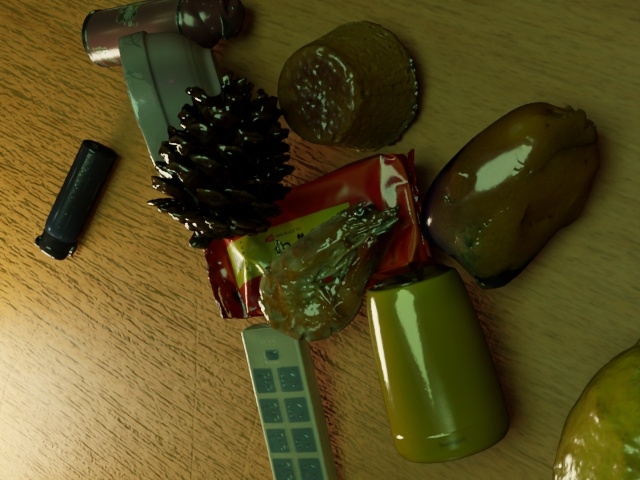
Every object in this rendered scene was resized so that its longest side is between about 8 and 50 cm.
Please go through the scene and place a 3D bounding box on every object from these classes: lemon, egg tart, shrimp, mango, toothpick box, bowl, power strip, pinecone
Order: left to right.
[{"bbox_3d":[-0.229,-0.231,1.728,0.143,0.287,0.287,-18,78,2],"label":"bowl"},{"bbox_3d":[-0.143,-0.115,1.547,0.224,0.224,0.273,19,92,31],"label":"pinecone"},{"bbox_3d":[-0.047,0.291,1.666,0.106,0.043,0.368,-9,97,27],"label":"power strip"},{"bbox_3d":[0.022,0.043,1.532,0.154,0.062,0.294,49,119,5],"label":"shrimp"},{"bbox_3d":[0.037,-0.235,1.604,0.215,0.171,0.215,11,110,31],"label":"egg tart"},{"bbox_3d":[0.163,0.172,1.482,0.175,0.175,0.272,-13,94,31],"label":"toothpick box"},{"bbox_3d":[0.273,-0.076,1.444,0.287,0.201,0.153,-45,46,11],"label":"mango"},{"bbox_3d":[0.440,0.286,1.284,0.316,0.285,0.285,-43,67,6],"label":"lemon"}]

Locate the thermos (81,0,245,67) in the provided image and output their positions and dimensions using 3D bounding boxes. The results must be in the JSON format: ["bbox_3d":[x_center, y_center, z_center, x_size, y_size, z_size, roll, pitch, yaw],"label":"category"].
[{"bbox_3d":[-0.270,-0.395,1.847,0.330,0.136,0.110,-2,115,32],"label":"thermos"}]

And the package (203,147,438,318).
[{"bbox_3d":[0.001,0.000,1.646,0.423,0.123,0.196,-20,76,31],"label":"package"}]

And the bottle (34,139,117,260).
[{"bbox_3d":[-0.477,-0.076,1.979,0.244,0.082,0.072,-60,18,15],"label":"bottle"}]
